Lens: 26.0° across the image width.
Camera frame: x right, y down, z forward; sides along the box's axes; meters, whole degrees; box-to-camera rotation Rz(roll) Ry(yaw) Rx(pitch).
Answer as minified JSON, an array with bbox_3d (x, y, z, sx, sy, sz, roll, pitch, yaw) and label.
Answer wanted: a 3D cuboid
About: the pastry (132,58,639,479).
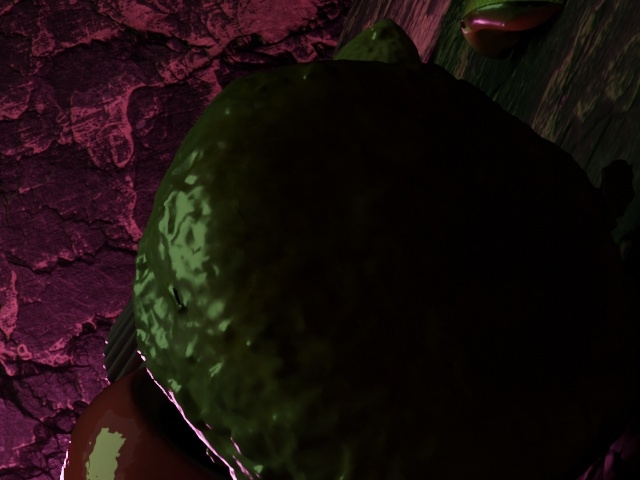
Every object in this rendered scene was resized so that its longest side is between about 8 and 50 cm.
[{"bbox_3d":[0.049,0.037,0.797,0.136,0.330,0.329,-46,21,46],"label":"pastry"}]

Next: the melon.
[{"bbox_3d":[0.197,-0.260,1.430,0.160,0.079,0.128,133,157,-73],"label":"melon"}]

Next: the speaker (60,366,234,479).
[{"bbox_3d":[-0.154,0.276,1.549,0.294,0.294,0.294,-158,90,-83],"label":"speaker"}]

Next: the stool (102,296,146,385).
[{"bbox_3d":[-0.096,0.086,1.841,0.330,0.297,0.297,-58,11,35],"label":"stool"}]

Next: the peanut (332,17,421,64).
[{"bbox_3d":[0.061,-0.185,2.015,0.152,0.152,0.313,124,165,-62],"label":"peanut"}]
